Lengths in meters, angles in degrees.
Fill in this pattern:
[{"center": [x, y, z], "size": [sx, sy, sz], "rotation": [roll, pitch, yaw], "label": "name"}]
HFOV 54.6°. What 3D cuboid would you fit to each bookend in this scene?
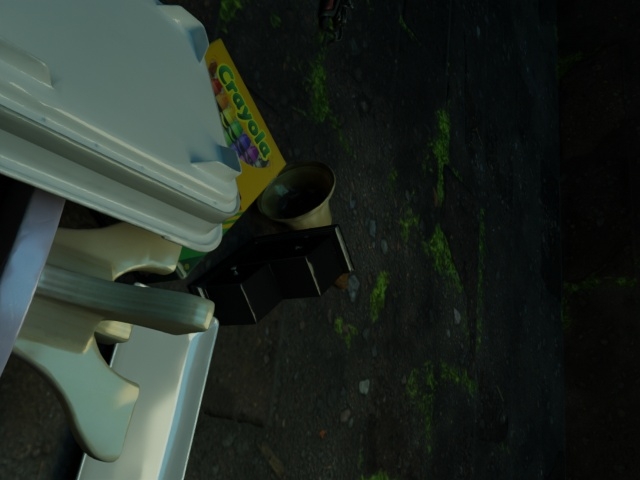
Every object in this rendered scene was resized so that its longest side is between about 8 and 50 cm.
[{"center": [-0.063, 0.050, 0.839], "size": [0.157, 0.156, 0.072], "rotation": [-41, 116, -49], "label": "bookend"}]

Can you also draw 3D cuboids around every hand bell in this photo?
[{"center": [0.000, 0.000, 1.010], "size": [0.242, 0.126, 0.126], "rotation": [64, 37, -44], "label": "hand bell"}]

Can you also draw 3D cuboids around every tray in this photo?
[{"center": [-0.205, 0.198, 0.721], "size": [0.145, 0.030, 0.271], "rotation": [37, 55, -46], "label": "tray"}]

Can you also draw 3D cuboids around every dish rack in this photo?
[{"center": [-0.184, -0.157, 0.516], "size": [0.332, 0.072, 0.286], "rotation": [27, 41, -55], "label": "dish rack"}]

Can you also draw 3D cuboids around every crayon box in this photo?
[{"center": [-0.163, -0.122, 0.800], "size": [0.202, 0.081, 0.319], "rotation": [61, 40, -26], "label": "crayon box"}]

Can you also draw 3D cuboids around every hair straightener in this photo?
[{"center": [0.046, -0.471, 1.188], "size": [0.089, 0.047, 0.231], "rotation": [30, 60, -47], "label": "hair straightener"}]

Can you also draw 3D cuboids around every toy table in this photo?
[{"center": [-0.222, 0.052, 0.566], "size": [0.160, 0.252, 0.274], "rotation": [25, 77, -32], "label": "toy table"}]
